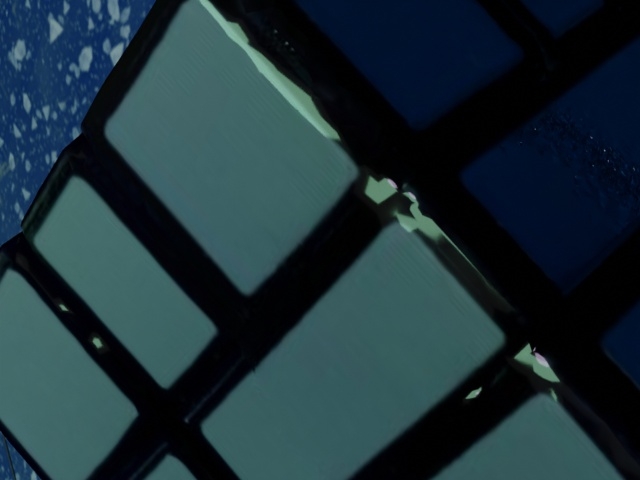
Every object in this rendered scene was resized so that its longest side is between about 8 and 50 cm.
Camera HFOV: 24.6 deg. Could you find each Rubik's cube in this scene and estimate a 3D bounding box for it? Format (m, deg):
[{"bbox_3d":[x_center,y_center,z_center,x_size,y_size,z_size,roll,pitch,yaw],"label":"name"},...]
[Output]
[{"bbox_3d":[0.059,0.025,0.638,0.283,0.288,0.293,46,136,8],"label":"Rubik's cube"}]
